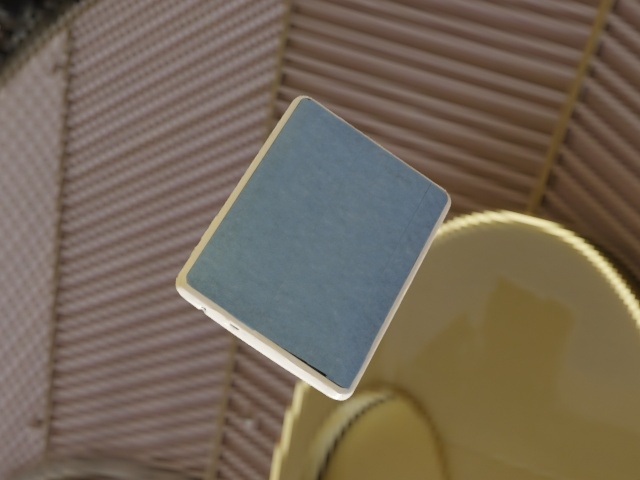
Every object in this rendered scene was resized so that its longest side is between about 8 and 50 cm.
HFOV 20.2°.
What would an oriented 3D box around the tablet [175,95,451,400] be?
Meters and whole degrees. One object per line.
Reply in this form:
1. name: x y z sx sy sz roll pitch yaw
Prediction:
1. tablet: 0.000 0.000 0.483 0.006 0.054 0.083 -51 -173 48
